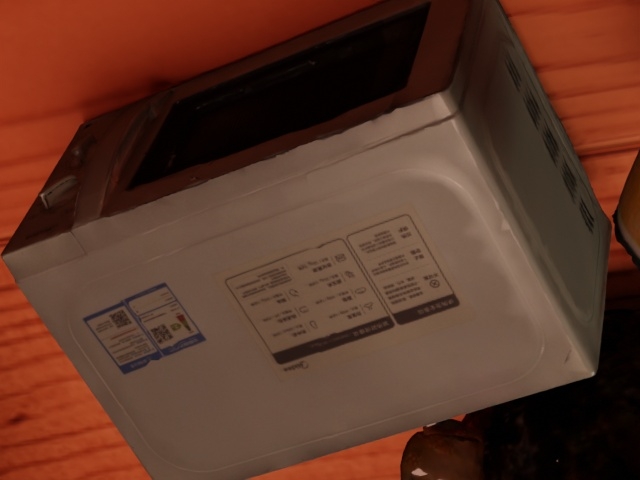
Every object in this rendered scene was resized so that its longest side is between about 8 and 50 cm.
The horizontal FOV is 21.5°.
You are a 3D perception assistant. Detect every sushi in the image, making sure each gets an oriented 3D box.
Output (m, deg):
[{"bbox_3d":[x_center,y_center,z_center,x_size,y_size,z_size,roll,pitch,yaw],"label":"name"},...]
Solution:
[{"bbox_3d":[0.169,0.171,0.809,0.181,0.196,0.343,-18,129,26],"label":"sushi"}]

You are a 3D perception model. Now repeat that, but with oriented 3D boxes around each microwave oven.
[{"bbox_3d":[0.000,0.000,0.719,0.208,0.122,0.162,-19,117,24],"label":"microwave oven"}]

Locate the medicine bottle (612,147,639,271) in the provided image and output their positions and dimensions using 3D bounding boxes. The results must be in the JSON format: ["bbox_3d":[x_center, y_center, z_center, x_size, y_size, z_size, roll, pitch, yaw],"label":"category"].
[{"bbox_3d":[0.203,-0.161,0.524,0.108,0.108,0.426,14,124,-5],"label":"medicine bottle"}]
